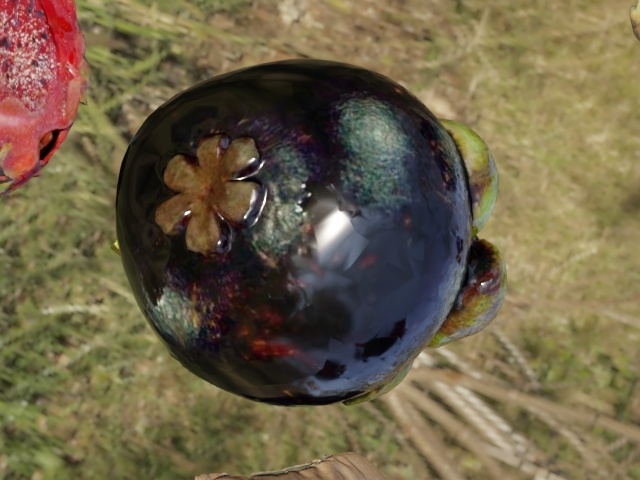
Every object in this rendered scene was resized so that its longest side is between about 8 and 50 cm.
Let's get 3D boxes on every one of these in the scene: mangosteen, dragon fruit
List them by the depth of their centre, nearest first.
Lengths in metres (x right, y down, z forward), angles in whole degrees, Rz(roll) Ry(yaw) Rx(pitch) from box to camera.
[{"bbox_3d":[0.000,0.000,0.809,0.243,0.243,0.243,-51,154,-36],"label":"mangosteen"},{"bbox_3d":[-0.358,-0.165,1.120,0.296,0.301,0.296,-59,165,-25],"label":"dragon fruit"}]

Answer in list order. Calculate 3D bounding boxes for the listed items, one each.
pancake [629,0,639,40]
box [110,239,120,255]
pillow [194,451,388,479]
[{"bbox_3d":[0.301,-0.184,0.905,0.021,0.199,0.199,-29,138,-53],"label":"pancake"},{"bbox_3d":[-0.092,0.022,1.274,0.121,0.193,0.030,-53,-171,-19],"label":"box"},{"bbox_3d":[0.007,0.213,0.955,0.211,0.135,0.034,5,128,-53],"label":"pillow"}]
